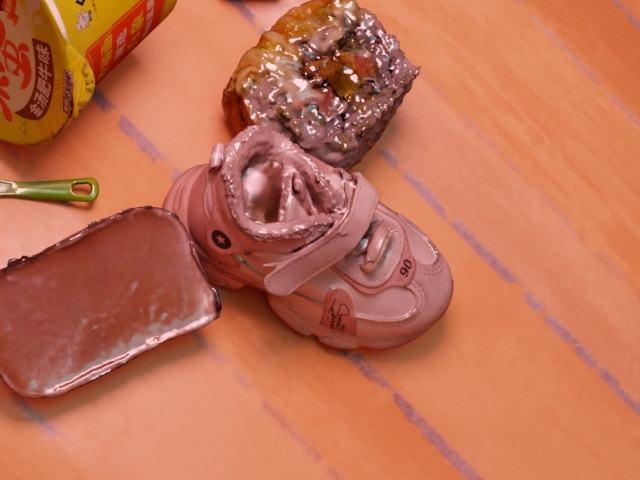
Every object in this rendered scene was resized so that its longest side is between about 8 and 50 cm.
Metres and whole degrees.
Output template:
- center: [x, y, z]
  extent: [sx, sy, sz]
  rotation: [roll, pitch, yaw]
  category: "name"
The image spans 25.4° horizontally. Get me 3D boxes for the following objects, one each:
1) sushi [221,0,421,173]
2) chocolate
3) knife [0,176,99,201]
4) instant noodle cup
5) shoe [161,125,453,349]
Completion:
- center: [0.009, -0.188, 1.701]
  extent: [0.184, 0.139, 0.274]
  rotation: [44, 63, 2]
  category: "sushi"
- center: [-0.252, 0.065, 1.547]
  extent: [0.261, 0.083, 0.161]
  rotation: [-22, 98, -21]
  category: "chocolate"
- center: [-0.333, -0.063, 1.598]
  extent: [0.166, 0.022, 0.078]
  rotation: [2, 77, -17]
  category: "knife"
- center: [-0.307, -0.285, 1.555]
  extent: [0.311, 0.311, 0.221]
  rotation: [46, 54, 1]
  category: "instant noodle cup"
- center: [0.000, 0.003, 1.596]
  extent: [0.351, 0.198, 0.172]
  rotation: [18, 67, -11]
  category: "shoe"
